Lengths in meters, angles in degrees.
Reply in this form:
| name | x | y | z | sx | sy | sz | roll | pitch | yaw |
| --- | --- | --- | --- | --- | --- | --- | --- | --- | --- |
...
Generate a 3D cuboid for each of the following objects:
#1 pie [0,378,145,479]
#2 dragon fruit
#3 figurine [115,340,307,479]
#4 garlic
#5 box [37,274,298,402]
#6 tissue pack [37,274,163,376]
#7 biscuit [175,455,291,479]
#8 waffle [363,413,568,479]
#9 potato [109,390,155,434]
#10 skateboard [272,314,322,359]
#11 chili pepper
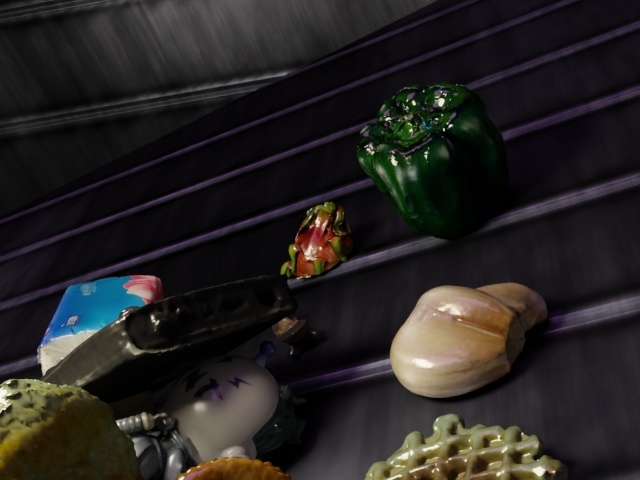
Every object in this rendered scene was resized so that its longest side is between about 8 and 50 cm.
| name | x | y | z | sx | sy | sz | roll | pitch | yaw |
| --- | --- | --- | --- | --- | --- | --- | --- | --- | --- |
| pie | -0.320 | 0.392 | 1.267 | 0.180 | 0.418 | 0.395 | -10 | 29 | 29 |
| dragon fruit | 0.000 | 0.000 | 2.196 | 0.142 | 0.175 | 0.138 | -6 | 19 | -30 |
| figurine | -0.197 | 0.305 | 1.632 | 0.382 | 0.186 | 0.261 | -33 | 45 | -23 |
| garlic | 0.193 | 0.135 | 1.629 | 0.228 | 0.110 | 0.217 | -7 | 34 | 44 |
| box | -0.246 | 0.168 | 1.713 | 0.359 | 0.091 | 0.350 | -12 | -16 | -46 |
| tissue pack | -0.420 | 0.172 | 2.136 | 0.209 | 0.137 | 0.269 | -8 | 23 | 4 |
| biscuit | -0.103 | 0.360 | 1.287 | 0.220 | 0.220 | 0.066 | -35 | -8 | -16 |
| waffle | 0.134 | 0.329 | 1.327 | 0.309 | 0.056 | 0.292 | -42 | 25 | -22 |
| potato | -0.356 | 0.354 | 1.850 | 0.189 | 0.211 | 0.264 | -6 | 30 | -43 |
| skateboard | -0.063 | 0.147 | 1.959 | 0.067 | 0.080 | 0.151 | -39 | 20 | -9 |
| chili pepper | 0.211 | -0.142 | 2.033 | 0.248 | 0.256 | 0.233 | -37 | 27 | -16 |
